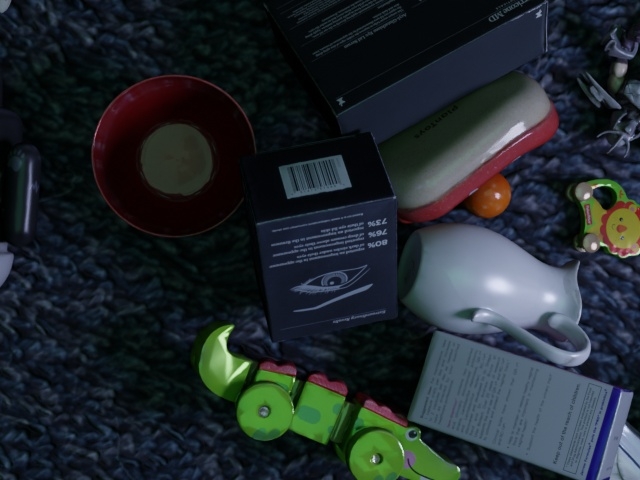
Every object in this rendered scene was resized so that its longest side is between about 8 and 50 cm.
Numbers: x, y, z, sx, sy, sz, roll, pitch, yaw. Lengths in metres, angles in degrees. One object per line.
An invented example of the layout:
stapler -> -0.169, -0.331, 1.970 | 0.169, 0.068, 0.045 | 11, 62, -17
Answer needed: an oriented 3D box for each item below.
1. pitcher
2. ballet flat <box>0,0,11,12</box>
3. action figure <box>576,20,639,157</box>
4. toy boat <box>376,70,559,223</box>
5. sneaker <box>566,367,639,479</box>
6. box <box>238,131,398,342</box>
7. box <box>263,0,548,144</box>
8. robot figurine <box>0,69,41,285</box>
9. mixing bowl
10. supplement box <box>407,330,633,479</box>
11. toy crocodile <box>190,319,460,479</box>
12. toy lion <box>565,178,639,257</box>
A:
pitcher -> 0.199, 0.065, 1.316 | 0.207, 0.177, 0.125 | 14, 119, -12
ballet flat -> -0.396, -0.279, 1.328 | 0.188, 0.070, 0.070 | -27, 93, -2
action figure -> 0.430, -0.214, 1.377 | 0.185, 0.099, 0.285 | 41, 91, -9
toy boat -> 0.176, -0.089, 1.351 | 0.231, 0.151, 0.151 | -37, 124, -3
sneaker -> 0.354, 0.270, 1.390 | 0.091, 0.094, 0.258 | -44, 86, 9
box -> 0.000, 0.000, 1.281 | 0.153, 0.207, 0.108 | -11, 48, -7
box -> 0.097, -0.240, 1.309 | 0.261, 0.103, 0.184 | -29, 60, -4
robot figurine -> -0.414, -0.062, 1.271 | 0.174, 0.209, 0.278 | 3, 90, -27
mixing bowl -> -0.165, -0.093, 1.325 | 0.182, 0.098, 0.181 | 0, 90, -5
supplement box -> 0.227, 0.188, 1.315 | 0.220, 0.111, 0.113 | 15, 88, 22
toy crocodile -> 0.005, 0.197, 1.336 | 0.341, 0.115, 0.105 | 24, 89, -5
toy lion -> 0.352, -0.027, 1.407 | 0.096, 0.034, 0.100 | -9, 91, -12
